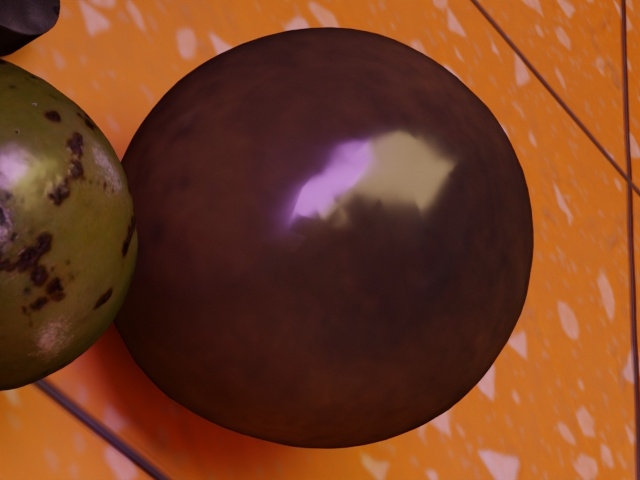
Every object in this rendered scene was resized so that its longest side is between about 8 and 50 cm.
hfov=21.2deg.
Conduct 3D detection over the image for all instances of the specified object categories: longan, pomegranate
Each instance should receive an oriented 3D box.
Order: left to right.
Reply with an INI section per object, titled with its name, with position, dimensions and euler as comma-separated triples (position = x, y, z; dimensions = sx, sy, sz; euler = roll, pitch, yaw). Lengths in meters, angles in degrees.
[pomegranate]
position = -0.124, 0.006, 0.534
dimensions = 0.142, 0.114, 0.114
euler = -45, 108, -30
[longan]
position = 0.000, 0.000, 0.679
dimensions = 0.187, 0.167, 0.167
euler = -21, 85, -39

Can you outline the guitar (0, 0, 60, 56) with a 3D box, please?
[guitar]
position = -0.177, -0.102, 0.604
dimensions = 0.233, 0.025, 0.088
euler = -20, 86, -60
